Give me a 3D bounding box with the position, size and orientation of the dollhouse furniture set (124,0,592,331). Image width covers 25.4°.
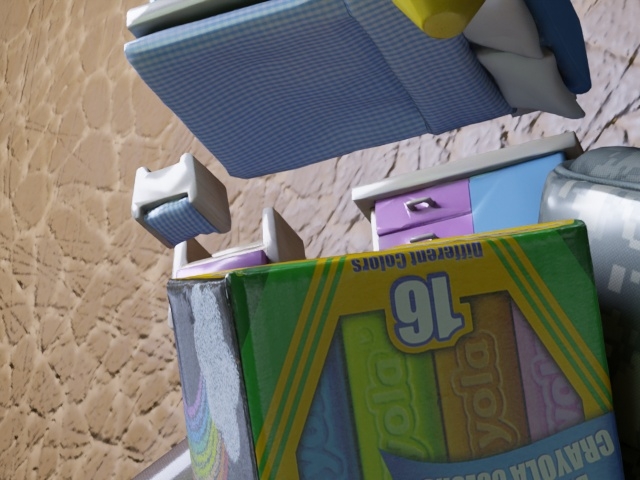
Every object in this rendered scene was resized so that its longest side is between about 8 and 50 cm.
[{"bbox_3d":[0.000,0.000,0.706,0.287,0.303,0.198,-14,57,19],"label":"dollhouse furniture set"}]

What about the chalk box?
[{"bbox_3d":[0.030,0.109,0.518,0.132,0.132,0.213,170,91,-74],"label":"chalk box"}]

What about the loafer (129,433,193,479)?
[{"bbox_3d":[-0.095,0.211,0.900,0.365,0.130,0.134,-59,39,9],"label":"loafer"}]

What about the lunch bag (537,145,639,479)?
[{"bbox_3d":[0.205,0.110,0.519,0.305,0.213,0.256,-155,72,-64],"label":"lunch bag"}]
